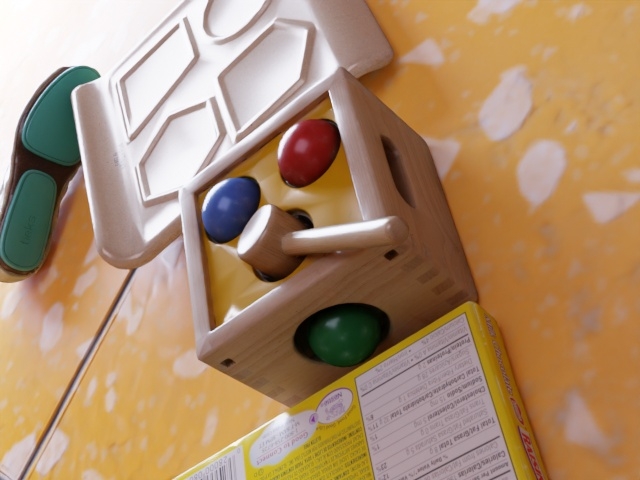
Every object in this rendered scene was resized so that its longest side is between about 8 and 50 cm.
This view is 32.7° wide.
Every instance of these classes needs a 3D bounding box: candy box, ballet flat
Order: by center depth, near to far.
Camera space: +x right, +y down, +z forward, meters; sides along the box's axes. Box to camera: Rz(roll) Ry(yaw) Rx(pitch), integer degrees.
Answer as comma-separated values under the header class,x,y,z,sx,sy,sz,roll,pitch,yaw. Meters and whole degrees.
class,x,y,z,sx,sy,sz,roll,pitch,yaw
candy box,0.000,0.119,0.472,0.206,0.027,0.105,-34,47,24
ballet flat,-0.202,-0.050,0.769,0.052,0.057,0.168,-10,56,52

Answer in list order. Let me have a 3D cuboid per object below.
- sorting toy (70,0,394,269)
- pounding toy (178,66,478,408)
class,x,y,z,sx,sy,sz,roll,pitch,yaw
sorting toy,-0.062,-0.098,0.683,0.208,0.038,0.193,-36,43,14
pounding toy,0.000,0.000,0.498,0.130,0.100,0.141,-35,44,23
